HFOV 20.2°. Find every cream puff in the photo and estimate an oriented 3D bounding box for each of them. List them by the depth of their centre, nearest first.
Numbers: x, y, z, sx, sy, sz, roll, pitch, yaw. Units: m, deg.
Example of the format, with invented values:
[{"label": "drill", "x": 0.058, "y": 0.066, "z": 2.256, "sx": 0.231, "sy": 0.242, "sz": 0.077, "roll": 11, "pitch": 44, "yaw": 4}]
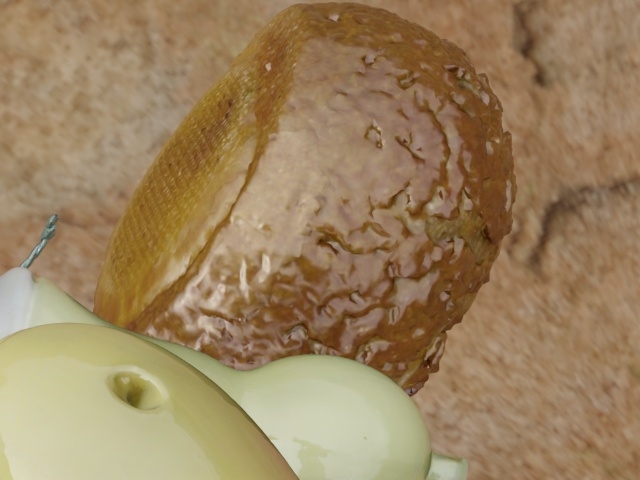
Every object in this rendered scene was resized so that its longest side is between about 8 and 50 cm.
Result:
[{"label": "cream puff", "x": 0.000, "y": 0.000, "z": 1.121, "sx": 0.212, "sy": 0.303, "sz": 0.303, "roll": 31, "pitch": 84, "yaw": -15}]

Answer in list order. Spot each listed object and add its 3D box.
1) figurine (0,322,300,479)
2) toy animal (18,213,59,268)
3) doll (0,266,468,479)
[{"label": "figurine", "x": -0.056, "y": 0.185, "z": 0.658, "sx": 0.222, "sy": 0.124, "sz": 0.324, "roll": -17, "pitch": 96, "yaw": 49}, {"label": "toy animal", "x": -0.354, "y": 0.052, "z": 1.661, "sx": 0.253, "sy": 0.079, "sz": 0.070, "roll": -20, "pitch": 86, "yaw": -22}, {"label": "doll", "x": -0.071, "y": 0.093, "z": 0.856, "sx": 0.296, "sy": 0.141, "sz": 0.117, "roll": 16, "pitch": 78, "yaw": -10}]
